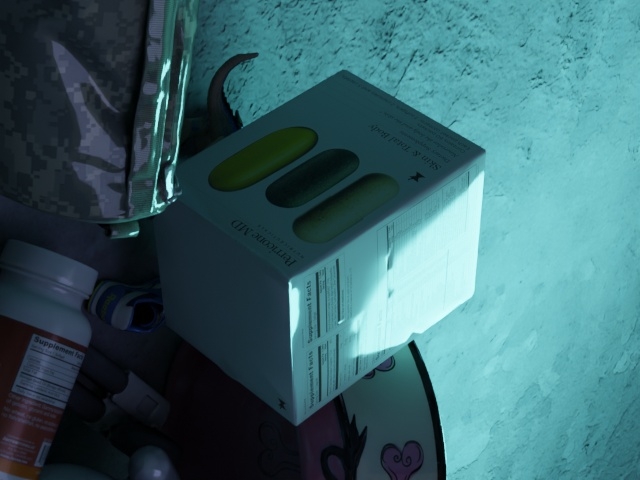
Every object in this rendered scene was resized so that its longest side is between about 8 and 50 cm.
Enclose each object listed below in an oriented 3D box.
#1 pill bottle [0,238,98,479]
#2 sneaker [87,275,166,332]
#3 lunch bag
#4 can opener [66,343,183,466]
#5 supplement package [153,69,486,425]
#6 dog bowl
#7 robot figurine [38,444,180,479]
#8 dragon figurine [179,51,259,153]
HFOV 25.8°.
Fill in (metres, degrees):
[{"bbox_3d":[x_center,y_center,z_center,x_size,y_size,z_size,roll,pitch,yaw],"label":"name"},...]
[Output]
[{"bbox_3d":[-0.287,0.114,1.303,0.121,0.121,0.216,34,73,-57],"label":"pill bottle"},{"bbox_3d":[-0.180,0.073,1.494,0.144,0.059,0.053,-6,118,-52],"label":"sneaker"},{"bbox_3d":[-0.204,-0.181,1.076,0.212,0.256,0.305,-19,131,-44],"label":"lunch bag"},{"bbox_3d":[-0.225,0.166,1.478,0.076,0.095,0.283,-53,147,-10],"label":"can opener"},{"bbox_3d":[0.000,0.000,1.384,0.263,0.199,0.198,-33,141,-31],"label":"supplement package"},{"bbox_3d":[-0.041,0.241,1.535,0.150,0.408,0.408,-1,119,-32],"label":"dog bowl"},{"bbox_3d":[-0.252,0.334,1.428,0.300,0.200,0.353,-53,169,-9],"label":"robot figurine"},{"bbox_3d":[-0.090,-0.081,1.463,0.144,0.085,0.289,-15,128,-47],"label":"dragon figurine"}]
